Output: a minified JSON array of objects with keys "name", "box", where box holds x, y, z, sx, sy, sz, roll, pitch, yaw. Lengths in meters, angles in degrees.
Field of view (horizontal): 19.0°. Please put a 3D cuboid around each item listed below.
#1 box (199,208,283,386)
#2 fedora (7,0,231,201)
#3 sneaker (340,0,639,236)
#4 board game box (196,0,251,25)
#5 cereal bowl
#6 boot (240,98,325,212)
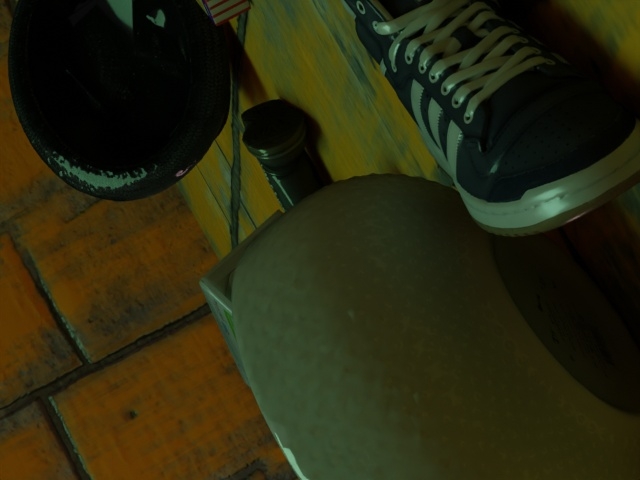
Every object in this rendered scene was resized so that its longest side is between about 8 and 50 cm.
[{"name":"box","box":[0.008,0.133,2.069,0.231,0.127,0.262,39,164,27]},{"name":"fedora","box":[-0.215,-0.207,2.289,0.334,0.334,0.152,59,-158,19]},{"name":"sneaker","box":[0.087,-0.104,1.069,0.153,0.099,0.282,62,176,-18]},{"name":"board game box","box":[-0.147,-0.331,1.982,0.193,0.045,0.147,53,169,47]},{"name":"cereal bowl","box":[0.108,0.086,1.222,0.339,0.141,0.339,39,-155,-22]},{"name":"boot","box":[-0.016,-0.041,2.064,0.190,0.076,0.209,-100,-10,-74]}]
